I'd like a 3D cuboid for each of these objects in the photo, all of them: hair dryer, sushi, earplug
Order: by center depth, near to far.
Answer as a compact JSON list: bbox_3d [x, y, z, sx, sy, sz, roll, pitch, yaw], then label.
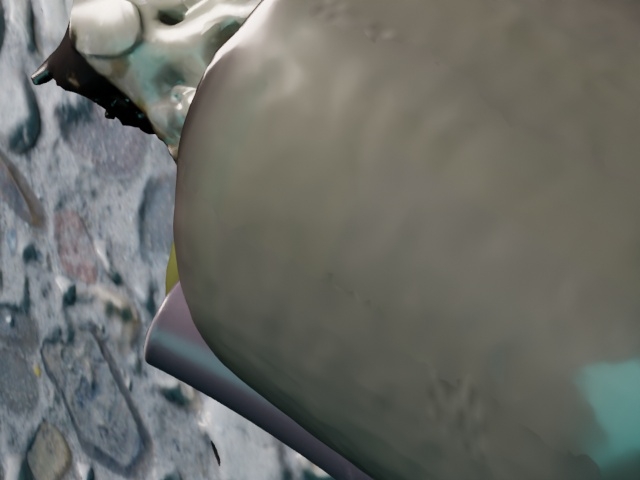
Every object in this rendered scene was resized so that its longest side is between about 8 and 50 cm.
[{"bbox_3d":[0.159,0.028,0.967,0.394,0.313,0.312,35,133,40],"label":"earplug"},{"bbox_3d":[-0.044,-0.147,1.227,0.234,0.207,0.348,-44,62,21],"label":"sushi"},{"bbox_3d":[0.023,0.175,1.379,0.301,0.121,0.361,23,149,10],"label":"hair dryer"}]

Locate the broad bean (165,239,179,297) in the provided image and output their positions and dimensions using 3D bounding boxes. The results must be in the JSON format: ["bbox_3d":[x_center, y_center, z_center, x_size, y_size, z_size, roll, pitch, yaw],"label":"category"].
[{"bbox_3d":[0.000,0.000,1.376,0.263,0.121,0.189,-27,75,41],"label":"broad bean"}]
